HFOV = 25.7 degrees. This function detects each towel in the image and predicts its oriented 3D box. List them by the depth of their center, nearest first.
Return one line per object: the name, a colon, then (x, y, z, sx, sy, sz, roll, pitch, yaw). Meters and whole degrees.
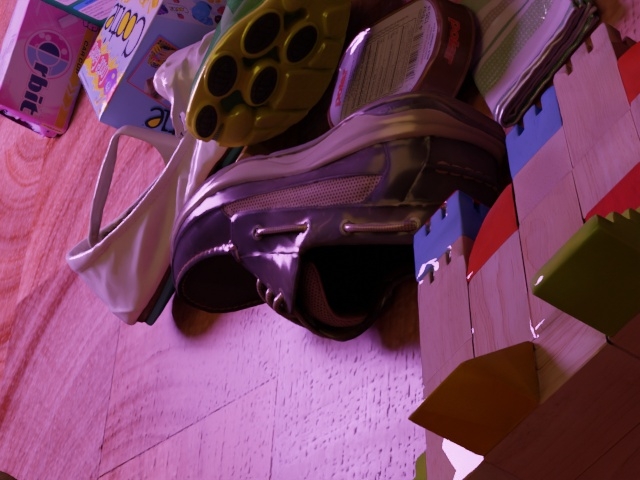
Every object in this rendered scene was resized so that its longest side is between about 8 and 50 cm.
towel: (0.145, -0.166, 1.061, 0.113, 0.023, 0.152, -53, 32, 24)

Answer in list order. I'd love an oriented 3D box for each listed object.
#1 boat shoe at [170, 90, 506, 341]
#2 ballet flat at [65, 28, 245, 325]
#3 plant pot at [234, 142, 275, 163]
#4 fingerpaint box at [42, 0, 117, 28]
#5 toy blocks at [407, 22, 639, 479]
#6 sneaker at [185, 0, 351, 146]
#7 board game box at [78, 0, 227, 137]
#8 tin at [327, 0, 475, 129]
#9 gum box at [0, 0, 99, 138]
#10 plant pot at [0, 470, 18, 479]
boat shoe: (-0.006, 0.004, 1.082, 0.355, 0.132, 0.130, -28, 51, 47)
ballet flat: (-0.126, -0.095, 1.337, 0.400, 0.139, 0.139, -57, 30, 21)
plant pot: (-0.051, -0.043, 1.256, 0.081, 0.081, 0.083, -55, 12, 23)
fingerpaint box: (-0.195, -0.496, 1.728, 0.445, 0.163, 0.371, -5, 67, 59)
toy blocks: (0.176, -0.010, 0.771, 0.381, 0.190, 0.261, -49, 22, 31)
sneaker: (-0.029, -0.215, 1.206, 0.296, 0.109, 0.123, -64, 24, 7)
board game box: (-0.114, -0.236, 1.428, 0.275, 0.144, 0.142, -59, 29, 14)
tin: (0.062, -0.139, 1.154, 0.189, 0.040, 0.106, -18, 53, 62)
gum box: (-0.384, -0.242, 1.933, 0.062, 0.107, 0.188, -6, 65, 59)
plant pot: (-0.356, 0.348, 1.351, 0.275, 0.274, 0.293, -58, 15, 17)
